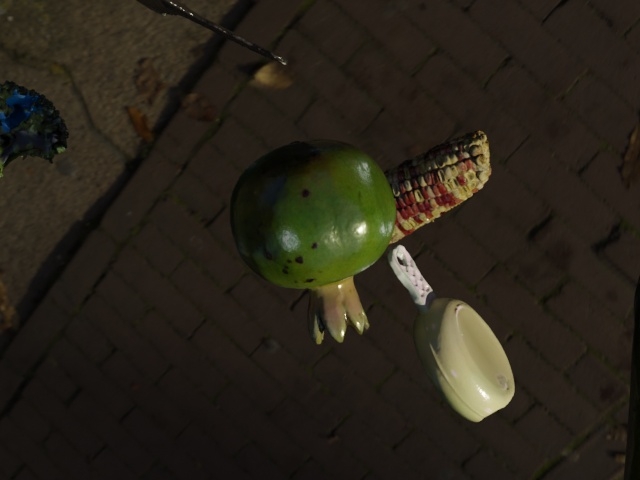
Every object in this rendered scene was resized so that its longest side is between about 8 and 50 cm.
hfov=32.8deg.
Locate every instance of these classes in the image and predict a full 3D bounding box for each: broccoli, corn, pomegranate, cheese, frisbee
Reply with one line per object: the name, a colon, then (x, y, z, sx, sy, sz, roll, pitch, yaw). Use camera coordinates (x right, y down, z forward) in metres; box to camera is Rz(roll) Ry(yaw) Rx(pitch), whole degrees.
broccoli: (-0.431, -0.139, 1.461, 0.167, 0.160, 0.154, 29, 142, -24)
corn: (0.112, -0.059, 1.497, 0.290, 0.098, 0.098, -29, 96, 22)
pomegranate: (-0.002, 0.001, 1.197, 0.187, 0.187, 0.225, -13, 98, 21)
cheese: (0.147, 0.105, 1.287, 0.064, 0.137, 0.227, -33, 93, 26)
frisbee: (-0.111, -0.197, 0.939, 0.187, 0.211, 0.012, 27, 91, -4)

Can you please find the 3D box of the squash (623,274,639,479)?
squash: (0.191, 0.114, 0.536, 0.087, 0.331, 0.087, 10, 146, 7)
